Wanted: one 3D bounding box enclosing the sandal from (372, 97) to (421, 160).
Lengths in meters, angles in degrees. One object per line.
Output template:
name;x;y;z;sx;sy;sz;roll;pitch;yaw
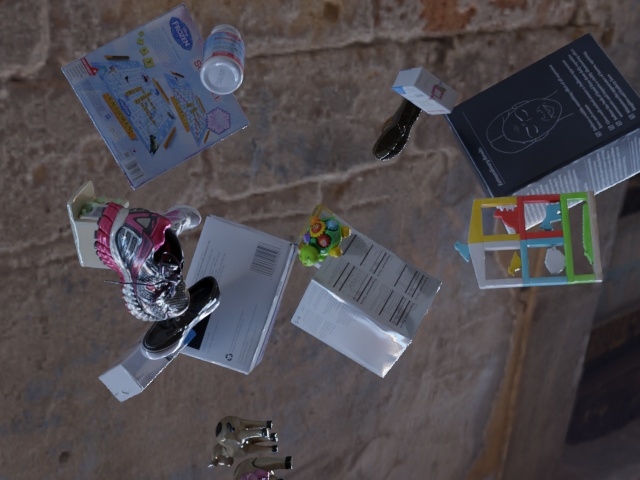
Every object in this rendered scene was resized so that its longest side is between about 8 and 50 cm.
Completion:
sandal;0.207;-0.318;2.266;0.060;0.219;0.090;19;168;48

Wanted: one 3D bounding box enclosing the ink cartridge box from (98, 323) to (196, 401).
ink cartridge box;-0.394;0.263;1.854;0.139;0.082;0.191;-31;-168;48

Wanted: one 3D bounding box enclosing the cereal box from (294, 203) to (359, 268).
cereal box;0.044;0.021;2.604;0.240;0.173;0.047;38;161;-23

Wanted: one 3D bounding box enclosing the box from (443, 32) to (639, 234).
box;0.549;-0.248;1.948;0.395;0.212;0.293;-27;-123;9

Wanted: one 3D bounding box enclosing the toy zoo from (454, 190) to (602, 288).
toy zoo;0.429;0.001;1.705;0.293;0.192;0.030;-3;168;12

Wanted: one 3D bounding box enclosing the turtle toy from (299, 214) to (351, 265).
turtle toy;0.000;0.000;1.743;0.095;0.130;0.066;11;158;40

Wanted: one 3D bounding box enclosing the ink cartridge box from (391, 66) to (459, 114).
ink cartridge box;0.238;-0.337;1.841;0.122;0.052;0.088;30;172;-28

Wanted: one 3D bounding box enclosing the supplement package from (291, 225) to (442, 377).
supplement package;0.107;0.146;1.932;0.262;0.199;0.198;31;-129;4

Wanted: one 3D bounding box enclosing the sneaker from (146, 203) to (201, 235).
sneaker;-0.511;-0.045;2.762;0.252;0.103;0.111;-13;-131;-37

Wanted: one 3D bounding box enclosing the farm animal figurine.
farm animal figurine;-0.160;0.523;1.704;0.172;0.330;0.327;-3;175;9

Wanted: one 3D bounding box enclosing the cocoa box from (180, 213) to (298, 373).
cocoa box;-0.219;0.134;2.084;0.231;0.347;0.228;18;179;4

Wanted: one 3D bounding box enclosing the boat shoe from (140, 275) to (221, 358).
boat shoe;-0.293;0.155;1.714;0.080;0.076;0.228;30;-131;25

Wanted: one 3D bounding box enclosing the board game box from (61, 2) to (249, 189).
board game box;-0.379;-0.334;1.897;0.318;0.319;0.066;-30;-165;-10

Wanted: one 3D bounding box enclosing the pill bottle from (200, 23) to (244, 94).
pill bottle;-0.201;-0.381;1.687;0.087;0.087;0.160;2;-136;-5

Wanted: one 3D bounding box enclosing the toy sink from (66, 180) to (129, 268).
toy sink;-0.677;-0.051;2.530;0.131;0.234;0.153;5;-147;10

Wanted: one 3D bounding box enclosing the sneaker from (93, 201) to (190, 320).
sneaker;-0.274;0.053;1.354;0.112;0.299;0.121;7;-118;13
